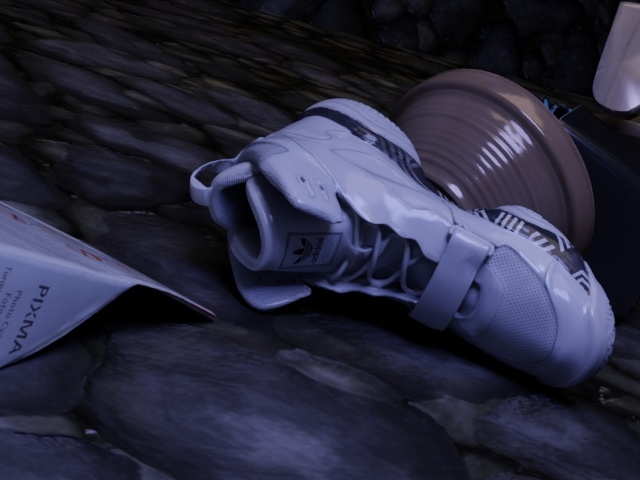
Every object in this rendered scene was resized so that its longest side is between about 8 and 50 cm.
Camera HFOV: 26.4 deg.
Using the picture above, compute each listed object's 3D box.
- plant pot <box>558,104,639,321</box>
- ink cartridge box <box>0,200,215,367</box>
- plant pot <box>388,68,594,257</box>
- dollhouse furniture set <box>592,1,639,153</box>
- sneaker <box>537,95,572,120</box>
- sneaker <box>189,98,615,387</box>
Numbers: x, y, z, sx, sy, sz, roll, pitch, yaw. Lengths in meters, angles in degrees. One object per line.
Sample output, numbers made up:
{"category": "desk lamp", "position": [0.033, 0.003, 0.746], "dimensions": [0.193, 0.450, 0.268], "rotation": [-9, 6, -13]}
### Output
{"category": "plant pot", "position": [0.291, -0.017, 1.472], "dimensions": [0.167, 0.188, 0.187], "rotation": [33, 17, 10]}
{"category": "ink cartridge box", "position": [-0.295, 0.000, 0.967], "dimensions": [0.308, 0.091, 0.385], "rotation": [25, 0, 27]}
{"category": "plant pot", "position": [0.132, -0.036, 1.302], "dimensions": [0.237, 0.237, 0.110], "rotation": [28, 43, 32]}
{"category": "dollhouse furniture set", "position": [0.504, -0.045, 1.614], "dimensions": [0.394, 0.256, 0.362], "rotation": [15, -21, 19]}
{"category": "sneaker", "position": [0.321, -0.146, 2.005], "dimensions": [0.125, 0.139, 0.341], "rotation": [7, 17, -29]}
{"category": "sneaker", "position": [0.059, 0.020, 1.151], "dimensions": [0.366, 0.137, 0.210], "rotation": [39, 37, 24]}
